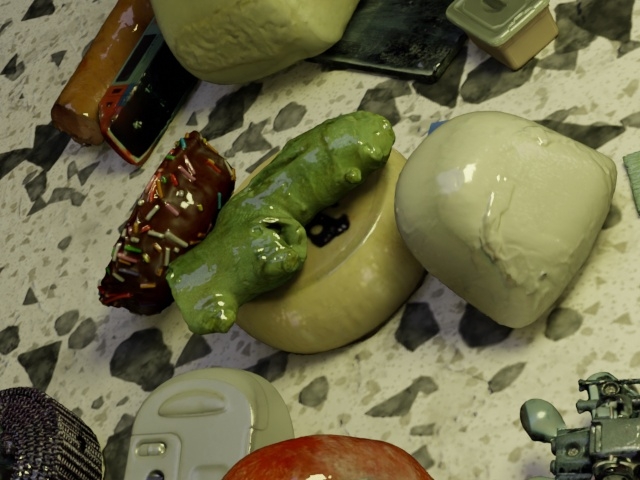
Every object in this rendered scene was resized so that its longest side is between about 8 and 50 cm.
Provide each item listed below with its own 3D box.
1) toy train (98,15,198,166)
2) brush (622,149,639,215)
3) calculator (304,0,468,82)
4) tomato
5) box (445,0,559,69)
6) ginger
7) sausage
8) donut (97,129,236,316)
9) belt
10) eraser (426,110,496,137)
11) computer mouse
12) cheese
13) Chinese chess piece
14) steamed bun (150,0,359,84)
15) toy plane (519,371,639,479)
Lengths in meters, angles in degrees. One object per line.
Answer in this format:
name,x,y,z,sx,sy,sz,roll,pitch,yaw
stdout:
toy train,-0.205,-0.285,1.884,0.089,0.086,0.409,4,57,44
brush,0.392,-0.092,1.253,0.205,0.011,0.083,-24,41,20
calculator,0.098,-0.277,1.671,0.262,0.021,0.161,20,67,48
tomato,0.009,0.273,1.076,0.188,0.232,0.232,-39,26,55
box,0.214,-0.255,1.518,0.089,0.062,0.122,-42,37,0
ginger,-0.040,-0.020,1.330,0.290,0.089,0.137,-48,20,-14
sausage,-0.296,-0.262,1.926,0.109,0.109,0.270,5,60,43
donut,-0.175,-0.010,1.525,0.235,0.089,0.235,-60,2,4
belt,-0.388,0.309,1.446,0.325,0.122,0.260,-50,43,-11
eraser,0.157,-0.107,1.452,0.085,0.027,0.063,-8,50,35
computer mouse,-0.110,0.269,1.249,0.184,0.121,0.296,-10,63,19
cheese,0.168,-0.034,1.264,0.198,0.189,0.154,-58,9,-21
Chinese chess piece,0.000,0.000,1.424,0.257,0.104,0.257,-24,41,23
steamed bun,-0.100,-0.366,1.703,0.290,0.272,0.273,-25,34,38
toy plane,0.279,0.165,1.047,0.246,0.078,0.169,-16,44,29
